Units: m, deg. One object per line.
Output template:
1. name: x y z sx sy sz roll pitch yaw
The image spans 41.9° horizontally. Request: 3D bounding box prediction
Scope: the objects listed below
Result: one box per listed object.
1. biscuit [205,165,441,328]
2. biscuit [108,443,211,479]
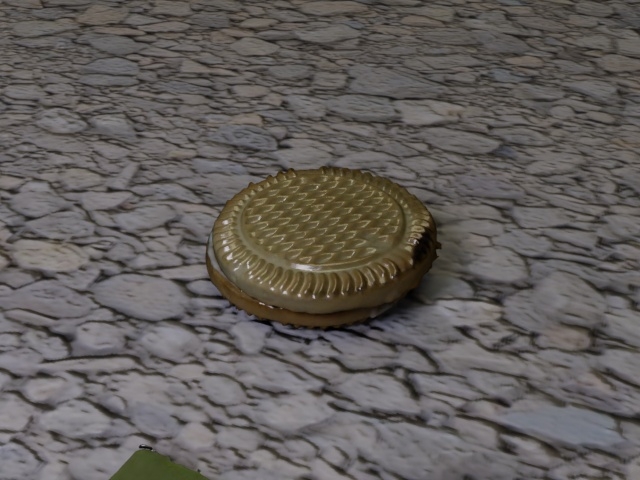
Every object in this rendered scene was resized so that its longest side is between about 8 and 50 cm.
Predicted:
1. biscuit: 0.000 0.000 0.904 0.259 0.079 0.259 0 36 0
2. biscuit: -0.188 0.270 0.567 0.099 0.038 0.322 15 39 25
